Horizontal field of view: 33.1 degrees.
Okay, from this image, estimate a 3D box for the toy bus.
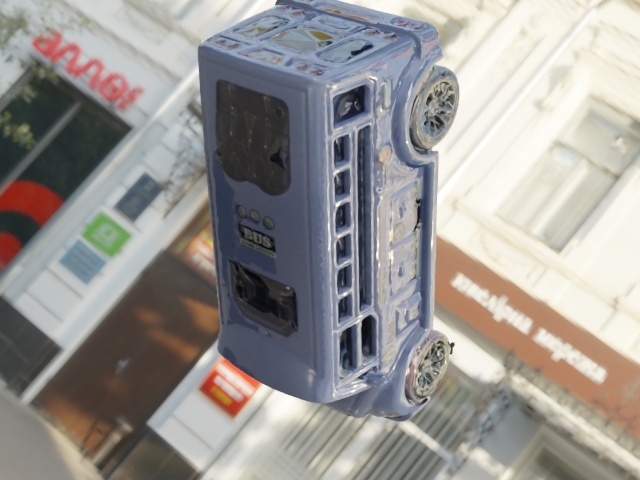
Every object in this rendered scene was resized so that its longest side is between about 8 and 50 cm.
[{"bbox_3d":[0.000,0.000,0.396,0.073,0.076,0.167,21,-52,34],"label":"toy bus"}]
